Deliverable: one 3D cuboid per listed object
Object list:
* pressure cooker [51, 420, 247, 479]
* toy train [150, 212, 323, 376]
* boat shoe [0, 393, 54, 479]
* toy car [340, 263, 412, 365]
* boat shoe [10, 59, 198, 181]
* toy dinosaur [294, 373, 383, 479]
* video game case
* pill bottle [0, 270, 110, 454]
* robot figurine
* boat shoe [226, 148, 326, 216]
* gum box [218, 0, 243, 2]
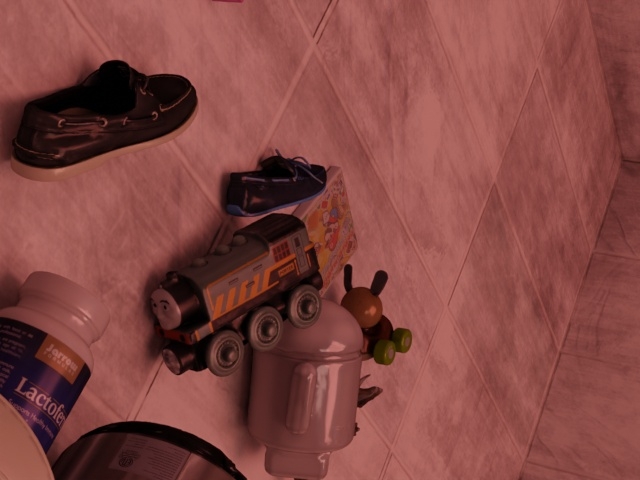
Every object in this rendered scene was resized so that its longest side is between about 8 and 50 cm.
[{"bbox_3d":[-0.281,0.494,1.536,0.375,0.370,0.420,54,35,-19],"label":"pressure cooker"},{"bbox_3d":[-0.135,0.089,1.922,0.334,0.142,0.190,-29,114,-35],"label":"toy train"},{"bbox_3d":[-0.431,0.214,1.345,0.319,0.099,0.116,51,13,-9],"label":"boat shoe"},{"bbox_3d":[0.091,0.141,2.368,0.149,0.155,0.188,-26,120,-56],"label":"toy car"},{"bbox_3d":[-0.287,-0.190,1.600,0.340,0.127,0.113,-29,136,-44],"label":"boat shoe"},{"bbox_3d":[-0.008,0.390,2.307,0.313,0.121,0.160,-49,155,-9],"label":"toy dinosaur"},{"bbox_3d":[0.000,0.000,2.289,0.227,0.026,0.206,-53,142,-41],"label":"video game case"},{"bbox_3d":[-0.388,0.181,1.502,0.264,0.153,0.153,-64,148,-28],"label":"pill bottle"},{"bbox_3d":[-0.028,0.254,2.134,0.300,0.200,0.353,-96,-169,-81],"label":"robot figurine"},{"bbox_3d":[-0.066,-0.109,2.053,0.258,0.109,0.089,-29,120,-58],"label":"boat shoe"},{"bbox_3d":[-0.133,-0.486,1.854,0.188,0.062,0.107,-67,149,-23],"label":"gum box"}]
